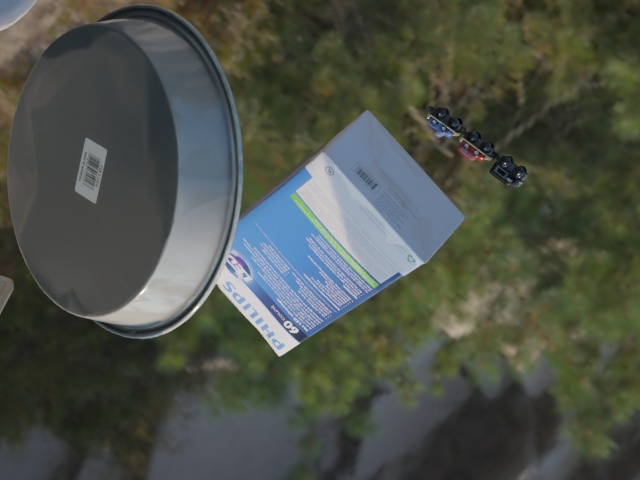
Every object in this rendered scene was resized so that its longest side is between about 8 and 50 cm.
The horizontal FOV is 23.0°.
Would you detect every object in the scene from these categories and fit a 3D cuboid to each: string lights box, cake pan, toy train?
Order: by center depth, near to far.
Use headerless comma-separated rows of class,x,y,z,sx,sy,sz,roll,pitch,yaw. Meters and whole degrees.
cake pan,-0.180,-0.060,1.365,0.054,0.293,0.293,-1,122,-44
string lights box,0.000,0.000,1.464,0.077,0.133,0.260,-46,-174,-38
toy train,0.198,-0.120,2.033,0.036,0.158,0.027,-55,166,14

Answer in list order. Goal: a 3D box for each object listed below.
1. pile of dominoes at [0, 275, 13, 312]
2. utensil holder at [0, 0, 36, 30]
pile of dominoes,-0.410,0.119,1.414,0.040,0.196,0.251,90,17,-52
utensil holder,-0.458,-0.372,1.466,0.327,0.386,0.327,14,90,-76
